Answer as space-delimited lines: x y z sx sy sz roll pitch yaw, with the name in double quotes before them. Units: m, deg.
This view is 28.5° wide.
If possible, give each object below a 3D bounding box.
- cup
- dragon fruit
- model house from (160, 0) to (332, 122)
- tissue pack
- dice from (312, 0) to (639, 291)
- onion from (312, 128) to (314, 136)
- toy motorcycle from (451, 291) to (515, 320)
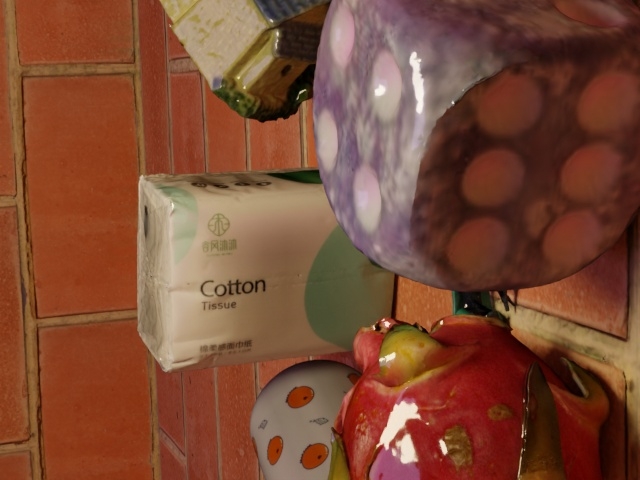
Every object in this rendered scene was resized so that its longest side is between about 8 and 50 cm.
"cup" 0.021 0.326 1.813 0.317 0.212 0.212 -120 32 -52
"dragon fruit" 0.144 0.183 1.331 0.305 0.305 0.226 144 122 -67
"model house" -0.072 -0.387 1.969 0.266 0.261 0.321 -46 64 32
"tissue pack" -0.074 0.033 1.812 0.194 0.356 0.266 -142 51 -60
"dice" 0.157 -0.127 1.242 0.271 0.270 0.270 -121 33 -51
"onion" 0.044 -0.166 1.825 0.115 0.104 0.115 12 117 25
"toy motorcycle" 0.195 0.087 1.505 0.100 0.058 0.173 -1 94 63
